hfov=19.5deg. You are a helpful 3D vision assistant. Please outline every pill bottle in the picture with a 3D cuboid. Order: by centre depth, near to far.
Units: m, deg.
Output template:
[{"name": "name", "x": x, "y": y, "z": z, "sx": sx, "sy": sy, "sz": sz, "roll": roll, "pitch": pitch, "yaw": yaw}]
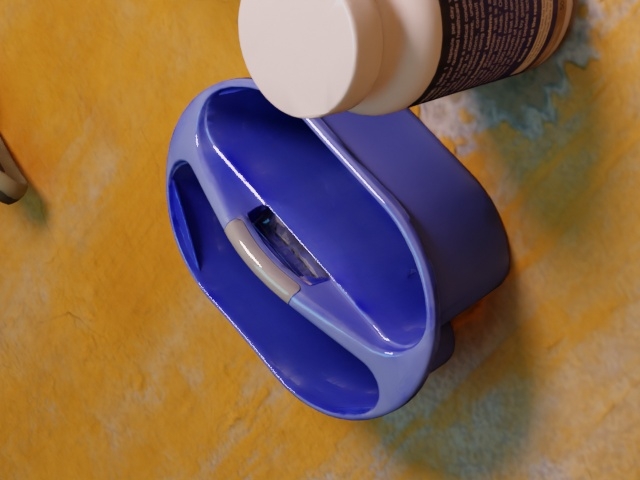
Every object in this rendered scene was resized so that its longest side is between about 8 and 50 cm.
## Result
[{"name": "pill bottle", "x": 0.069, "y": -0.183, "z": 1.483, "sx": 0.153, "sy": 0.264, "sz": 0.153, "roll": 17, "pitch": 116, "yaw": 39}]

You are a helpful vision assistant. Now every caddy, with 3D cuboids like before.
[{"name": "caddy", "x": 0.000, "y": 0.000, "z": 1.679, "sx": 0.341, "sy": 0.179, "sz": 0.241, "roll": 48, "pitch": 131, "yaw": 21}]

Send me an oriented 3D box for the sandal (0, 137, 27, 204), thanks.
[{"name": "sandal", "x": -0.400, "y": -0.175, "z": 2.068, "sx": 0.086, "sy": 0.120, "sz": 0.303, "roll": -40, "pitch": 76, "yaw": 15}]
